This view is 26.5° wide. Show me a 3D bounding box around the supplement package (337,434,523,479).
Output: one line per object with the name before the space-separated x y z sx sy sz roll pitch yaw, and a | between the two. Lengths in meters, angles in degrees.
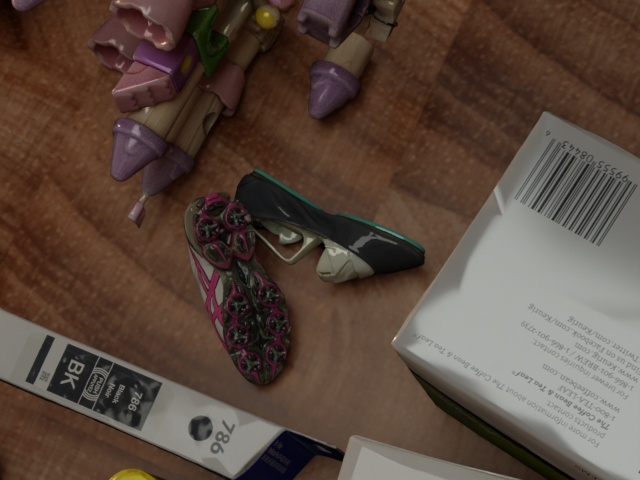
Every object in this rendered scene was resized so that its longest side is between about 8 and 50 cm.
supplement package | 0.076 0.331 1.120 0.175 0.177 0.293 14 77 13

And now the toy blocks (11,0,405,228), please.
toy blocks | -0.114 -0.161 1.241 0.309 0.288 0.260 25 73 13

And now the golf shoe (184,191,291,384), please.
golf shoe | -0.080 0.046 1.292 0.067 0.086 0.186 -16 91 -19

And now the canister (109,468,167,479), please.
canister | -0.121 0.258 1.179 0.126 0.170 0.073 37 83 17

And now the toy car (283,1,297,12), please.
toy car | 0.017 -0.250 1.371 0.122 0.040 0.060 -26 72 1

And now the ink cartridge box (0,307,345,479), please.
ink cartridge box | -0.134 0.158 1.213 0.333 0.165 0.065 19 78 15

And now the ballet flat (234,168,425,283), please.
ballet flat | 0.000 0.000 1.287 0.203 0.074 0.074 25 80 22

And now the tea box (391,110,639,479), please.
tea box | 0.265 0.108 1.076 0.329 0.323 0.220 32 82 16
